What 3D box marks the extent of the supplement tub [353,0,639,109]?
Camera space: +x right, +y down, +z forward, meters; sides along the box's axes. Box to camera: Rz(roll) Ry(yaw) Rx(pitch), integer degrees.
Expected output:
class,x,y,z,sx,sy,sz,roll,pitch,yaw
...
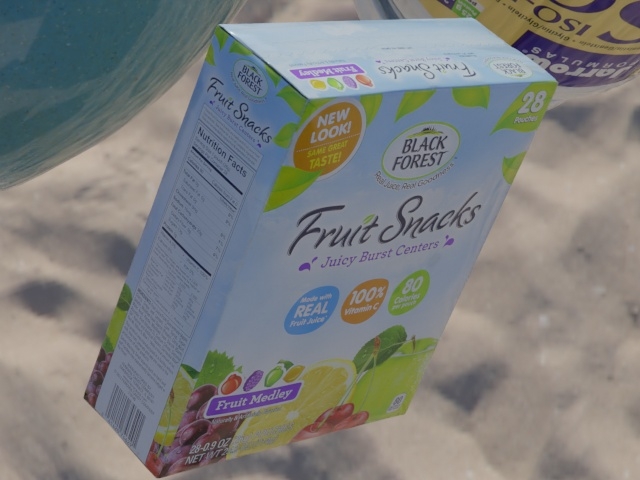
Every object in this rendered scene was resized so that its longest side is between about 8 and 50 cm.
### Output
class,x,y,z,sx,sy,sz,roll,pitch,yaw
supplement tub,0.169,-0.232,1.077,0.241,0.331,0.241,8,68,-19

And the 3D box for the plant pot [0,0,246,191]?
class,x,y,z,sx,sy,sz,roll,pitch,yaw
plant pot,-0.188,-0.141,0.934,0.290,0.290,0.195,21,81,21

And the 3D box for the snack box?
class,x,y,z,sx,sy,sz,roll,pitch,yaw
snack box,0.000,0.000,0.825,0.174,0.207,0.070,-9,40,-45
